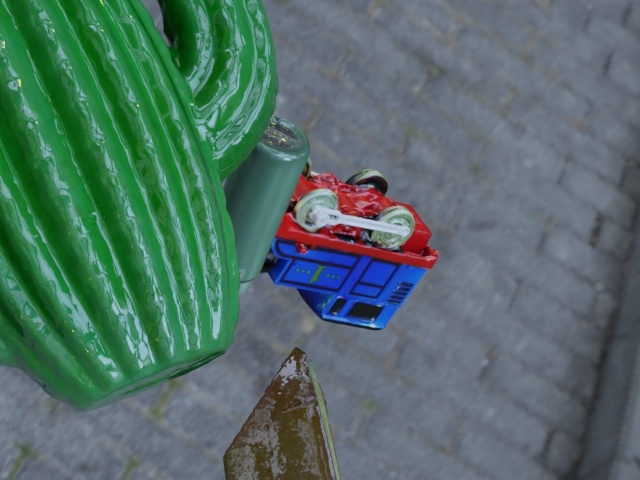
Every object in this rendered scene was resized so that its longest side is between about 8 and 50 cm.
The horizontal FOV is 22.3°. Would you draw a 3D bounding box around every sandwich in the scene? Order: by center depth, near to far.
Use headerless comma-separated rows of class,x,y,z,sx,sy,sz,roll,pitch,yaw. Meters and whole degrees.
sandwich,-0.021,0.229,1.383,0.096,0.094,0.258,-13,70,9

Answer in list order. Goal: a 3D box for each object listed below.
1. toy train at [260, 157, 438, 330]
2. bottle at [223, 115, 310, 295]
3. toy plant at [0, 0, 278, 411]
toy train,0.000,0.000,1.392,0.204,0.131,0.082,13,32,-40
bottle,-0.030,-0.013,0.703,0.030,0.083,0.030,15,36,-11
toy plant,-0.091,-0.060,0.574,0.155,0.088,0.240,2,74,-8
